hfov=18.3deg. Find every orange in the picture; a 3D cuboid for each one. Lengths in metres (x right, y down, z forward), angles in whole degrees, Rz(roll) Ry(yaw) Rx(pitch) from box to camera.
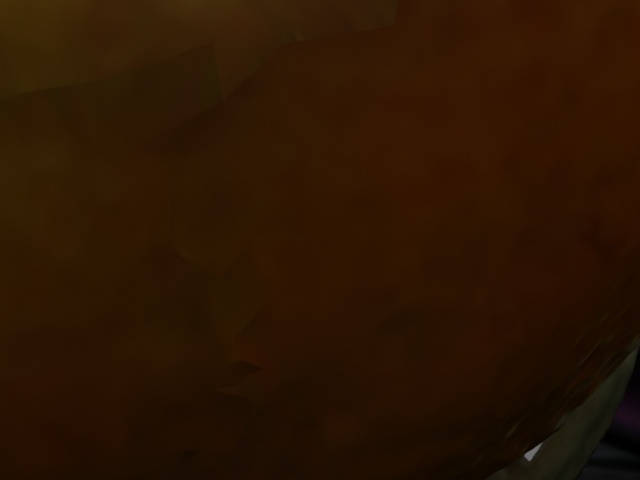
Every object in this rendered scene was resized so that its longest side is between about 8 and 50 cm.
[{"bbox_3d":[-0.085,-0.093,0.525,0.424,0.326,0.424,-2,59,4],"label":"orange"}]

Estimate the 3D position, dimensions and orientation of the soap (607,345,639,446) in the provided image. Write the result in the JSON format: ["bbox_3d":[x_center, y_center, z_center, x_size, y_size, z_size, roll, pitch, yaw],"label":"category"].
[{"bbox_3d":[0.075,-0.002,0.796,0.203,0.065,0.122,21,42,-19],"label":"soap"}]

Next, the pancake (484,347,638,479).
[{"bbox_3d":[0.000,-0.001,0.676,0.222,0.042,0.236,8,61,5],"label":"pancake"}]
